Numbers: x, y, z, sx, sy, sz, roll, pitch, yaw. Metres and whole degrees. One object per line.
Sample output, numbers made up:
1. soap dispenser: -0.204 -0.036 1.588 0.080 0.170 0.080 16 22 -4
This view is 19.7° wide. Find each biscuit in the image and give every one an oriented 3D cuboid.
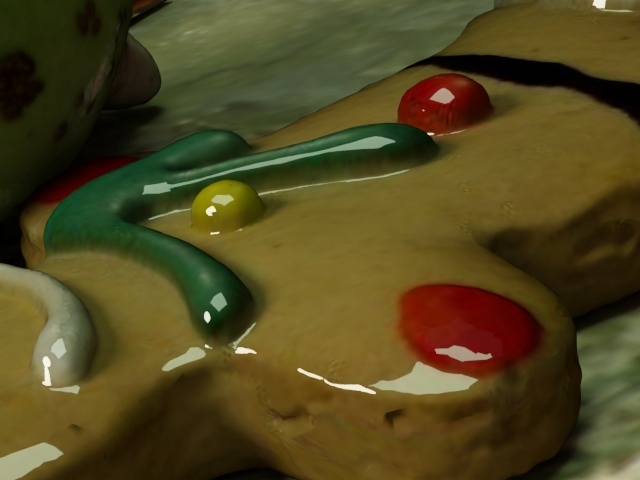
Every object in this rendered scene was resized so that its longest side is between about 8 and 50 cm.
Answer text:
1. biscuit: 0.000 0.000 0.425 0.301 0.049 0.197 -25 22 -25

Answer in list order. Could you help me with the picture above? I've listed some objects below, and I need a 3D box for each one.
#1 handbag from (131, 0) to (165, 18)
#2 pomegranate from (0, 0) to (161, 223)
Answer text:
1. handbag: -0.164 -0.088 0.731 0.127 0.063 0.190 0 22 31
2. pomegranate: -0.132 -0.080 0.542 0.214 0.214 0.248 0 -8 32
